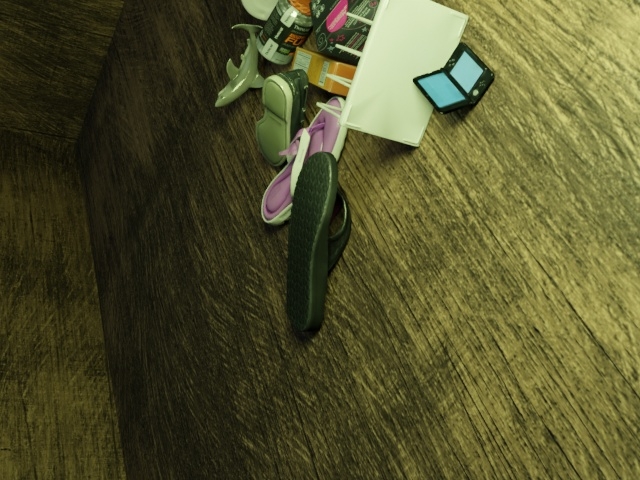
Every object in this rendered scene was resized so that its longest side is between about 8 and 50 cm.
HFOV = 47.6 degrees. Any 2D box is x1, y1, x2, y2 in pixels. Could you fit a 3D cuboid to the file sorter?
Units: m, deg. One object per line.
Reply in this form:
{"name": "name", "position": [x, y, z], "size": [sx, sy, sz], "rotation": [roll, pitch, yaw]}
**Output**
{"name": "file sorter", "position": [0.134, -0.368, 1.498], "size": [0.173, 0.193, 0.277], "rotation": [45, 120, 55]}

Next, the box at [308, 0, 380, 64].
{"name": "box", "position": [0.103, -0.545, 1.639], "size": [0.247, 0.142, 0.163], "rotation": [-41, 48, 44]}

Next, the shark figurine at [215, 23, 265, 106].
{"name": "shark figurine", "position": [-0.203, -0.516, 2.159], "size": [0.116, 0.166, 0.278], "rotation": [34, 120, 18]}

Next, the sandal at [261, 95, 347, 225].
{"name": "sandal", "position": [-0.060, -0.188, 1.839], "size": [0.416, 0.102, 0.169], "rotation": [-55, 40, 35]}

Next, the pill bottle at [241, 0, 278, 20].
{"name": "pill bottle", "position": [-0.153, -0.764, 2.064], "size": [0.160, 0.161, 0.283], "rotation": [-53, 31, 37]}

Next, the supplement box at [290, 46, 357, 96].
{"name": "supplement box", "position": [0.010, -0.424, 1.815], "size": [0.233, 0.078, 0.080], "rotation": [44, 122, 54]}

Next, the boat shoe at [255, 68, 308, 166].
{"name": "boat shoe", "position": [-0.091, -0.324, 1.900], "size": [0.127, 0.113, 0.340], "rotation": [41, 153, 20]}

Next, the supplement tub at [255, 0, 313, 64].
{"name": "supplement tub", "position": [-0.087, -0.583, 1.972], "size": [0.190, 0.117, 0.116], "rotation": [-49, 44, 41]}

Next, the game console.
{"name": "game console", "position": [0.254, -0.313, 1.395], "size": [0.107, 0.071, 0.122], "rotation": [-57, 46, 33]}

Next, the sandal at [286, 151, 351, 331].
{"name": "sandal", "position": [-0.001, 0.000, 1.720], "size": [0.167, 0.107, 0.445], "rotation": [39, 127, 53]}
